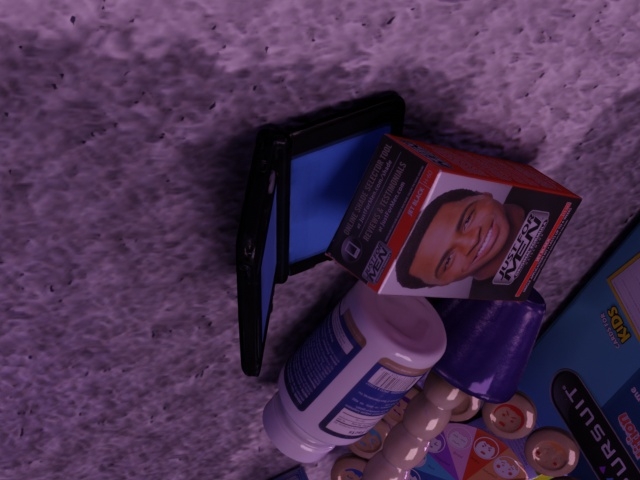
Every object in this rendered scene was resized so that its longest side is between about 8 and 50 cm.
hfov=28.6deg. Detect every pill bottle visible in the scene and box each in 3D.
[{"bbox_3d":[0.016,0.081,0.758,0.067,0.067,0.120,7,135,-40],"label":"pill bottle"}]

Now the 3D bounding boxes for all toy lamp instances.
[{"bbox_3d":[0.051,0.137,0.811,0.080,0.080,0.274,15,112,-46],"label":"toy lamp"}]

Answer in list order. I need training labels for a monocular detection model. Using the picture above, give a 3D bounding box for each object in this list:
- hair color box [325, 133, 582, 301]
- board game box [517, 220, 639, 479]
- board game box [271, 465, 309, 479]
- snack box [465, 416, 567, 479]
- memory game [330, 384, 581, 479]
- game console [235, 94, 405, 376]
[{"bbox_3d":[0.073,-0.008,0.660,0.141,0.043,0.072,5,116,-49],"label":"hair color box"},{"bbox_3d":[0.284,0.082,0.769,0.079,0.253,0.336,-4,142,-34],"label":"board game box"},{"bbox_3d":[-0.076,0.251,0.942,0.194,0.060,0.194,-5,141,-28],"label":"board game box"},{"bbox_3d":[0.136,0.206,1.013,0.207,0.070,0.174,-25,148,-3],"label":"snack box"},{"bbox_3d":[0.097,0.174,0.872,0.186,0.186,0.012,-47,-178,29],"label":"memory game"},{"bbox_3d":[0.000,0.000,0.634,0.071,0.107,0.122,6,144,3],"label":"game console"}]
